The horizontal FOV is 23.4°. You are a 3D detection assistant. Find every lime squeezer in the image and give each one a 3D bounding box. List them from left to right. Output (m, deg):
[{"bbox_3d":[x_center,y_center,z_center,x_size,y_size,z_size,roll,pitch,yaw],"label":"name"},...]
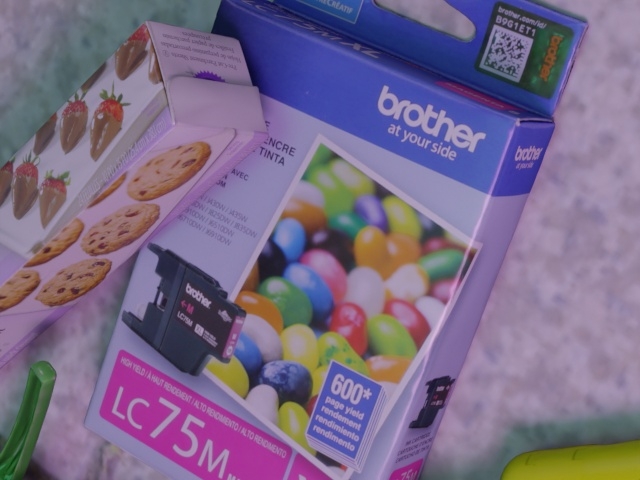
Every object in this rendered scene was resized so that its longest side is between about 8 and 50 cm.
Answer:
[{"bbox_3d":[-0.231,0.173,0.928,0.310,0.110,0.059,-45,52,18],"label":"lime squeezer"}]

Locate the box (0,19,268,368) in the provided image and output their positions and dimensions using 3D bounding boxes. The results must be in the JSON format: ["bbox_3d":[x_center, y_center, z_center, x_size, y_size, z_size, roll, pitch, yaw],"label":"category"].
[{"bbox_3d":[-0.153,-0.003,0.852,0.324,0.067,0.063,-37,60,37],"label":"box"}]

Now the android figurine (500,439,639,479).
[{"bbox_3d":[0.123,0.217,0.720,0.273,0.056,0.248,-14,65,30],"label":"android figurine"}]

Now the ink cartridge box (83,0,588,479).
[{"bbox_3d":[0.000,0.000,0.816,0.186,0.065,0.311,27,104,25],"label":"ink cartridge box"}]
